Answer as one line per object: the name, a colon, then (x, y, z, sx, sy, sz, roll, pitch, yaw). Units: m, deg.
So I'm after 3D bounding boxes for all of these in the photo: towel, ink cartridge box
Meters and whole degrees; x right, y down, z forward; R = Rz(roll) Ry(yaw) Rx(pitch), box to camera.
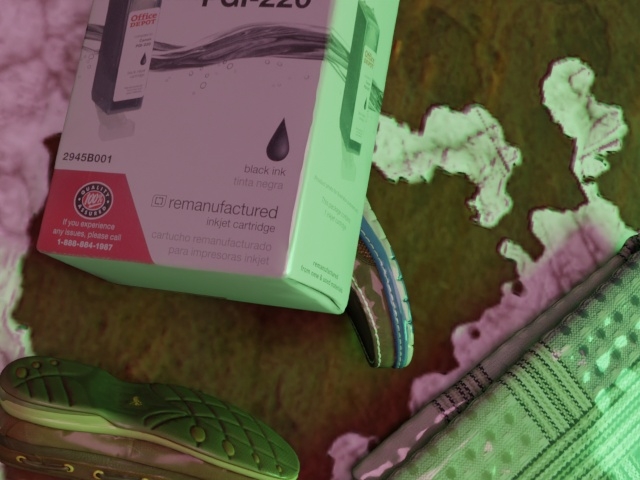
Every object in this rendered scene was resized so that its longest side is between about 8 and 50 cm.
towel: (0.194, 0.204, 0.654, 0.324, 0.056, 0.312, -38, 96, -19)
ink cartridge box: (-0.051, -0.081, 0.565, 0.158, 0.092, 0.218, 5, 76, 23)

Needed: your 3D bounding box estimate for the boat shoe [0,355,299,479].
boat shoe: (-0.102, 0.120, 0.579, 0.178, 0.064, 0.060, 17, 109, -11)

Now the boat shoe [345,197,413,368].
boat shoe: (0.000, 0.000, 0.621, 0.066, 0.066, 0.183, -20, 78, -12)
